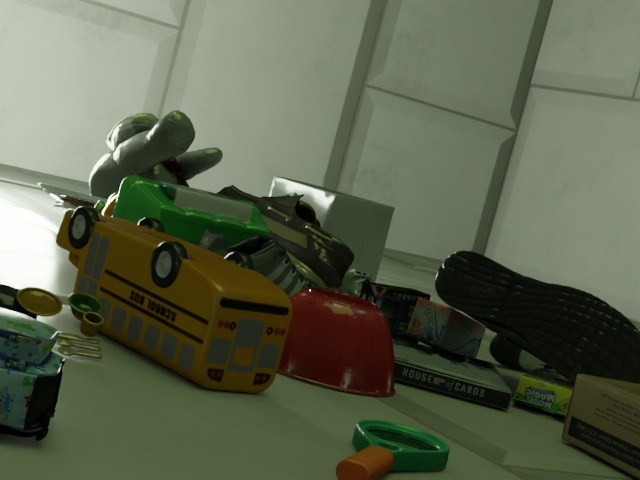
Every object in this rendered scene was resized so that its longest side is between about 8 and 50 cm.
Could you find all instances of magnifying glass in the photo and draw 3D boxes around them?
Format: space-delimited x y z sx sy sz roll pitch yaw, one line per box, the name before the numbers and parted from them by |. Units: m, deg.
magnifying glass | 0.058 0.191 1.125 0.092 0.026 0.231 16 5 16

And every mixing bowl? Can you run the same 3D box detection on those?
mixing bowl | 0.016 0.114 1.512 0.181 0.098 0.181 16 4 -1

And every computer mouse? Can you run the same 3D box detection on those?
computer mouse | -0.383 0.049 1.365 0.242 0.041 0.071 18 6 43

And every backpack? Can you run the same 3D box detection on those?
backpack | -0.251 0.092 0.938 0.114 0.084 0.105 11 2 -8

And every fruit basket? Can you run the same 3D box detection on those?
fruit basket | -0.240 -0.032 1.962 0.327 0.165 0.353 13 13 -30

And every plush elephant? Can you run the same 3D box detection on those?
plush elephant | -0.303 -0.118 2.363 0.330 0.271 0.255 -9 19 28

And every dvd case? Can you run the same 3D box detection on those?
dvd case | 0.158 0.173 1.699 0.179 0.029 0.238 15 4 1

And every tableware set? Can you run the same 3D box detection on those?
tableware set | -0.289 0.069 1.257 0.154 0.024 0.104 12 29 -24

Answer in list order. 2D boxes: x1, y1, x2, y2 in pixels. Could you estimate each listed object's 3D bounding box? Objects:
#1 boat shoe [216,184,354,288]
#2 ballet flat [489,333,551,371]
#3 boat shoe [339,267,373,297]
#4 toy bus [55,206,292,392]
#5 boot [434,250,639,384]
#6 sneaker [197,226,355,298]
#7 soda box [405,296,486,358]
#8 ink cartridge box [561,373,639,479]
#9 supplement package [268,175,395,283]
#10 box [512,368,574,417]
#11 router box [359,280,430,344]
boat shoe | -0.058 -0.008 2.165 0.355 0.130 0.132 41 -12 44
ballet flat | 0.352 0.180 2.041 0.074 0.074 0.203 18 3 38
boat shoe | 0.047 0.086 2.129 0.228 0.081 0.079 18 5 39
toy bus | -0.175 0.055 1.388 0.108 0.130 0.333 10 6 -42
boot | 0.336 0.123 1.791 0.338 0.118 0.223 34 1 26
sneaker | -0.063 0.059 1.817 0.300 0.121 0.111 12 5 -39
soda box | 0.192 0.137 1.895 0.058 0.063 0.183 17 -5 27
ink cartridge box | 0.431 0.233 1.446 0.235 0.088 0.193 12 3 -26
supplement package | 0.000 0.000 2.338 0.149 0.194 0.203 13 4 -38
box | 0.327 0.211 1.702 0.105 0.043 0.179 16 6 20
router box | 0.103 0.114 1.866 0.122 0.092 0.038 10 7 -45
